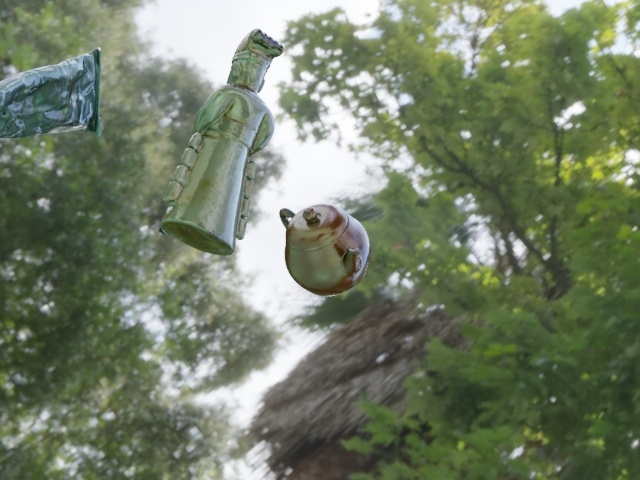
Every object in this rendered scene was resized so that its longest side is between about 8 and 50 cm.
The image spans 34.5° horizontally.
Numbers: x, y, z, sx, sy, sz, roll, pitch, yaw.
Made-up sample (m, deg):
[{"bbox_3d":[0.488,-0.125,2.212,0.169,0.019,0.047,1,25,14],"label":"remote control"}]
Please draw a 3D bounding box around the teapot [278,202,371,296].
[{"bbox_3d":[0.000,0.000,1.273,0.173,0.116,0.116,31,-49,48],"label":"teapot"}]

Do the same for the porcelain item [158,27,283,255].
[{"bbox_3d":[-0.085,-0.096,0.948,0.054,0.213,0.084,-8,-30,45],"label":"porcelain item"}]

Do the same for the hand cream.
[{"bbox_3d":[-0.250,-0.094,0.813,0.052,0.248,0.075,40,-58,12],"label":"hand cream"}]
